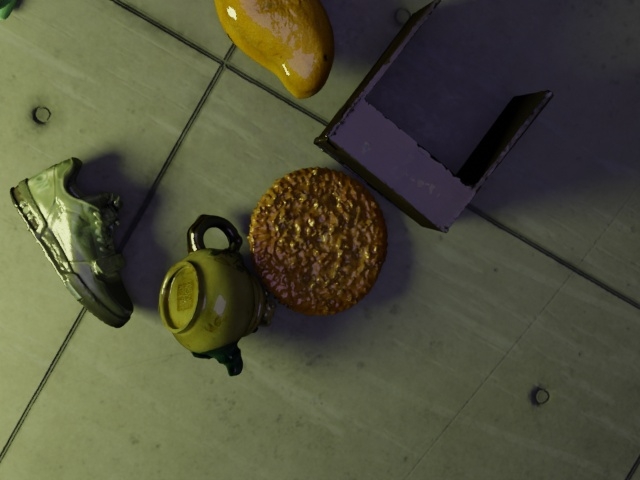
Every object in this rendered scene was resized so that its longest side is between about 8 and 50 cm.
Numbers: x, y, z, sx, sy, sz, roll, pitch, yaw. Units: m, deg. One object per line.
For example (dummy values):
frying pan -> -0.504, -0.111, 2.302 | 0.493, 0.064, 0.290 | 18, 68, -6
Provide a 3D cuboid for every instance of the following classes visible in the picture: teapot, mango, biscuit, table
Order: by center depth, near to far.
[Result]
table -> 0.177, -0.199, 1.646 | 0.250, 0.196, 0.282 | 37, 90, -6
mango -> -0.073, -0.357, 1.651 | 0.157, 0.109, 0.262 | -36, 102, -10
teapot -> -0.161, 0.091, 1.675 | 0.183, 0.173, 0.269 | 11, 69, -39
biscuit -> 0.000, 0.000, 1.695 | 0.254, 0.035, 0.254 | 1, 86, -19

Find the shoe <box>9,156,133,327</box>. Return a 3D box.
shoe -> -0.372, -0.007, 1.656 | 0.149, 0.109, 0.293 | -37, 93, 6

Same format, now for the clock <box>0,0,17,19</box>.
clock -> -0.503, -0.429, 1.556 | 0.066, 0.211, 0.159 | 25, 95, -6
